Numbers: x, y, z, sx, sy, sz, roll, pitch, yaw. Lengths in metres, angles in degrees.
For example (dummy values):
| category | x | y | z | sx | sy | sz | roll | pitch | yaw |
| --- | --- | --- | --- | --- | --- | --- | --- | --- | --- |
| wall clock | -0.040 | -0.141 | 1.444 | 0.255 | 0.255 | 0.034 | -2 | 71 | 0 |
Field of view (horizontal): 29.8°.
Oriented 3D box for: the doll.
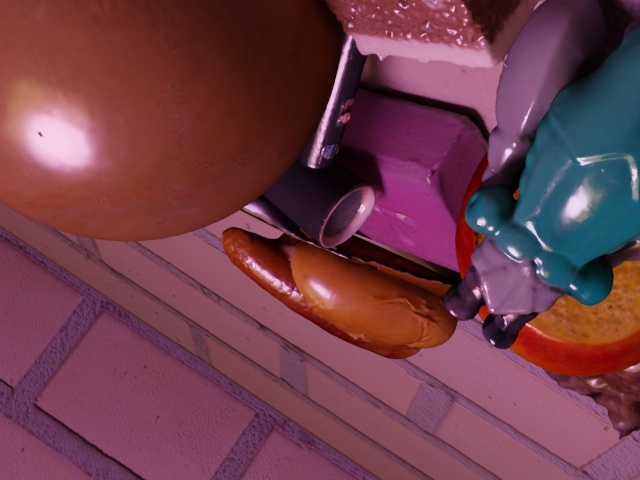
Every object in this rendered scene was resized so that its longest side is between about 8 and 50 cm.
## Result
| category | x | y | z | sx | sy | sz | roll | pitch | yaw |
| --- | --- | --- | --- | --- | --- | --- | --- | --- | --- |
| doll | 0.176 | -0.059 | 0.809 | 0.258 | 0.153 | 0.195 | -26 | 107 | 22 |

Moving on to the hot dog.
| category | x | y | z | sx | sy | sz | roll | pitch | yaw |
| --- | --- | --- | --- | --- | --- | --- | --- | --- | --- |
| hot dog | 0.024 | 0.050 | 1.315 | 0.326 | 0.107 | 0.194 | 24 | 178 | -10 |

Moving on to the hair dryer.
| category | x | y | z | sx | sy | sz | roll | pitch | yaw |
| --- | --- | --- | --- | --- | --- | --- | --- | --- | --- |
| hair dryer | 0.002 | -0.127 | 1.026 | 0.128 | 0.070 | 0.255 | 38 | 132 | 27 |

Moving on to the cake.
| category | x | y | z | sx | sy | sz | roll | pitch | yaw |
| --- | --- | --- | --- | --- | --- | --- | --- | --- | --- |
| cake | 0.069 | -0.192 | 0.724 | 0.134 | 0.135 | 0.147 | 13 | 152 | 45 |

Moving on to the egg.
| category | x | y | z | sx | sy | sz | roll | pitch | yaw |
| --- | --- | --- | --- | --- | --- | --- | --- | --- | --- |
| egg | -0.133 | -0.155 | 0.852 | 0.301 | 0.301 | 0.374 | 37 | -167 | -6 |

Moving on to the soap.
| category | x | y | z | sx | sy | sz | roll | pitch | yaw |
| --- | --- | --- | --- | --- | --- | --- | --- | --- | --- |
| soap | 0.058 | -0.066 | 1.163 | 0.259 | 0.081 | 0.181 | 21 | 158 | 39 |

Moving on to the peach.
| category | x | y | z | sx | sy | sz | roll | pitch | yaw |
| --- | --- | --- | --- | --- | --- | --- | --- | --- | --- |
| peach | 0.198 | 0.004 | 0.924 | 0.190 | 0.190 | 0.192 | 20 | 159 | 39 |

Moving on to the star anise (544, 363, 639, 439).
| category | x | y | z | sx | sy | sz | roll | pitch | yaw |
| --- | --- | --- | --- | --- | --- | --- | --- | --- | --- |
| star anise | 0.302 | 0.114 | 1.138 | 0.315 | 0.108 | 0.315 | 33 | 161 | 13 |
